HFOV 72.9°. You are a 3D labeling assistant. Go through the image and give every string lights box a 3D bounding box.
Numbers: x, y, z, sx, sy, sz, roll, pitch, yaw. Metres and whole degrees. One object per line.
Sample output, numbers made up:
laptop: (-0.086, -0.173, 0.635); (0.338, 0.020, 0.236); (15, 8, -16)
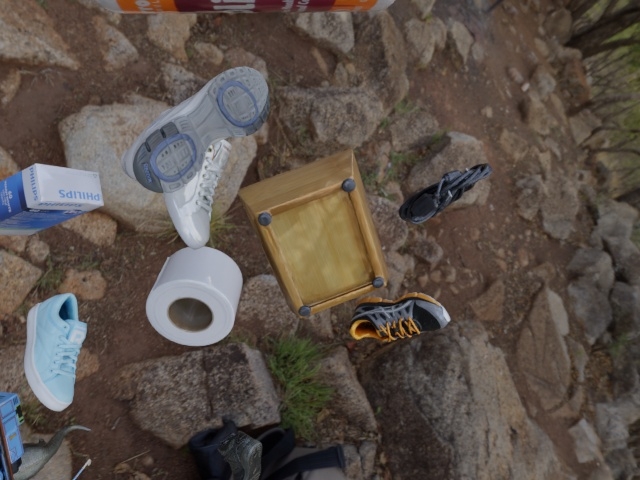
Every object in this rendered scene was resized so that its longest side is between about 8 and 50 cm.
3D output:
string lights box: (-0.593, -0.075, 0.892); (0.133, 0.259, 0.077); (-1, 77, -65)

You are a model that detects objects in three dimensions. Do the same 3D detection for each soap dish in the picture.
soap dish: (0.000, 0.000, 0.842); (0.118, 0.228, 0.291); (-109, 179, -64)

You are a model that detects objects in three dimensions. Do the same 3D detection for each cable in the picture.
cable: (0.218, -0.085, 0.771); (0.150, 0.184, 0.047); (-29, 80, -19)

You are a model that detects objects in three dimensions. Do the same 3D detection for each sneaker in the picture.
sneaker: (-0.203, -0.195, 0.706); (0.297, 0.129, 0.111); (-45, 131, -30)
sneaker: (-0.228, -0.132, 0.823); (0.106, 0.123, 0.290); (45, 33, -76)
sneaker: (0.147, 0.158, 0.835); (0.084, 0.214, 0.083); (57, 47, -19)
sneaker: (-0.252, 0.682, 1.340); (0.130, 0.228, 0.087); (23, 28, 32)
sneaker: (-0.776, 0.312, 1.295); (0.366, 0.150, 0.135); (61, 5, 28)

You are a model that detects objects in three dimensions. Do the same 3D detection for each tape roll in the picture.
tape roll: (-0.359, 0.162, 1.262); (0.246, 0.246, 0.169); (32, 27, -20)

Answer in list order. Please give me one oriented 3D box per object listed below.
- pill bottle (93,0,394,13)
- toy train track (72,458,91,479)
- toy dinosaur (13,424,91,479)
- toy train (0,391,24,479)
pill bottle: (-0.116, -0.330, 0.391); (0.391, 0.224, 0.224); (-7, 65, -11)
toy train track: (-0.436, 0.431, 0.768); (0.014, 0.048, 0.083); (38, 57, -8)
toy dinosaur: (-0.648, 0.471, 0.895); (0.313, 0.160, 0.121); (4, 76, -35)
toy train: (-0.597, 0.371, 0.786); (0.105, 0.080, 0.184); (-41, 129, -71)
